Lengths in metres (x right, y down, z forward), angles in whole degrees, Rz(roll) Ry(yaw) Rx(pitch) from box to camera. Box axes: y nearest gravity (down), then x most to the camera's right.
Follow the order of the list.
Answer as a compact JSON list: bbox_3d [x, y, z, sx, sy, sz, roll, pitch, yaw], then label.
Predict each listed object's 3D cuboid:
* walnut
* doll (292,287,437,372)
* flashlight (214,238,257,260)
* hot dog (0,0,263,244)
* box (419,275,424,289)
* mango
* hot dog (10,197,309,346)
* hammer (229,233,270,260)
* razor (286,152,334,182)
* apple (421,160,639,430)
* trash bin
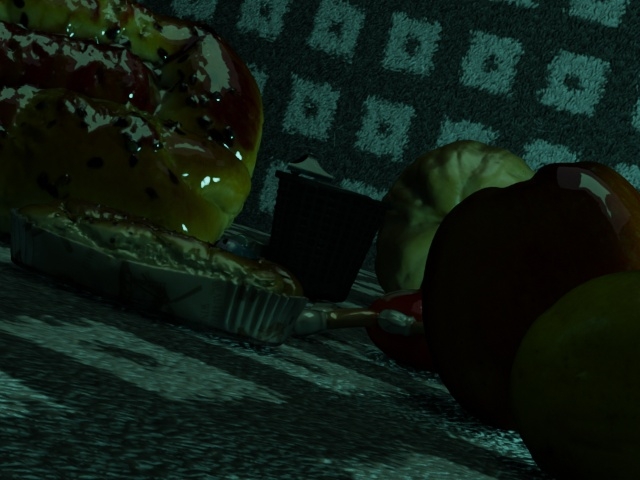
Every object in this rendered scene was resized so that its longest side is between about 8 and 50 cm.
[{"bbox_3d":[0.232,-0.001,1.976,0.306,0.306,0.344,18,-6,20],"label":"walnut"},{"bbox_3d":[0.089,0.086,1.241,0.217,0.085,0.183,9,-1,8],"label":"doll"},{"bbox_3d":[-0.115,0.029,1.682,0.051,0.051,0.129,18,-5,18],"label":"flashlight"},{"bbox_3d":[-0.241,-0.126,1.322,0.365,0.367,0.196,24,-42,-9],"label":"hot dog"},{"bbox_3d":[0.196,0.059,1.521,0.175,0.182,0.312,18,1,4],"label":"box"},{"bbox_3d":[0.239,0.112,0.797,0.130,0.167,0.262,-3,19,-43],"label":"mango"},{"bbox_3d":[-0.139,0.022,1.054,0.268,0.075,0.144,15,4,7],"label":"hot dog"},{"bbox_3d":[-0.046,0.036,2.217,0.226,0.041,0.159,17,3,11],"label":"hammer"},{"bbox_3d":[-0.022,-0.106,1.755,0.066,0.033,0.190,17,1,-8],"label":"razor"},{"bbox_3d":[0.190,0.053,1.020,0.234,0.234,0.234,18,2,-1],"label":"apple"},{"bbox_3d":[0.000,0.000,1.737,0.175,0.161,0.175,16,3,-1],"label":"trash bin"}]
